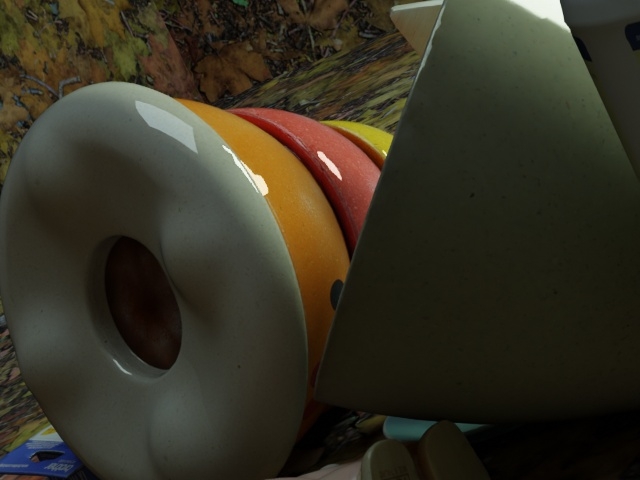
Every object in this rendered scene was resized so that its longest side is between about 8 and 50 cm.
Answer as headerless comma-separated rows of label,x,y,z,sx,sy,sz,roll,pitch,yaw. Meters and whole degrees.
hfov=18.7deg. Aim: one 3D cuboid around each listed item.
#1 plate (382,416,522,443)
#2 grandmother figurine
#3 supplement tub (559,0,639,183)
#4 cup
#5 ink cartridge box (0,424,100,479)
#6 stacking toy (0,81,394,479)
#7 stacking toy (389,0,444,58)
plate,0.135,0.112,1.450,0.188,0.024,0.188,-24,11,5
grandmother figurine,-0.061,0.203,1.321,0.342,0.104,0.207,-20,-15,40
supplement tub,0.295,-0.052,1.063,0.235,0.325,0.235,-25,12,6
cup,0.159,-0.011,1.295,0.237,0.331,0.331,19,19,3
ink cartridge box,-0.135,0.152,1.767,0.311,0.065,0.185,-30,13,-30
stacking toy,0.000,0.000,1.645,0.480,0.351,0.350,-20,4,-42
stacking toy,0.207,-0.083,1.478,0.308,0.280,0.130,-19,17,3
